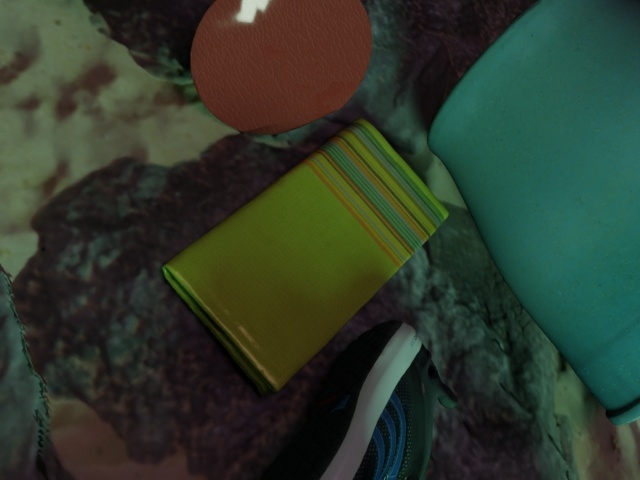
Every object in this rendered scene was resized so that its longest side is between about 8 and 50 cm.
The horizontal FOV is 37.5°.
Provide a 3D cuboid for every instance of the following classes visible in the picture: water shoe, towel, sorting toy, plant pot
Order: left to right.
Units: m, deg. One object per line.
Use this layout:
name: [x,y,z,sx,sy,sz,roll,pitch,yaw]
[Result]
sorting toy: [-0.084,-0.237,0.574,0.365,0.127,0.126,60,6,-40]
towel: [0.000,0.000,0.630,0.102,0.021,0.237,48,44,0]
water shoe: [0.027,0.128,0.534,0.080,0.073,0.203,48,43,-11]
plant pot: [0.227,-0.049,0.701,0.255,0.271,0.271,47,41,12]
